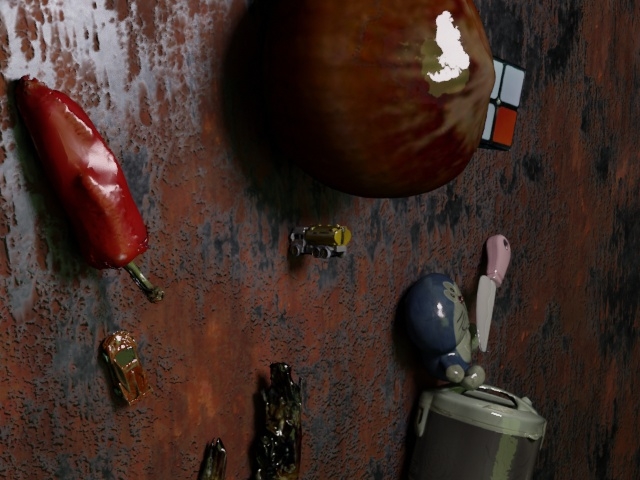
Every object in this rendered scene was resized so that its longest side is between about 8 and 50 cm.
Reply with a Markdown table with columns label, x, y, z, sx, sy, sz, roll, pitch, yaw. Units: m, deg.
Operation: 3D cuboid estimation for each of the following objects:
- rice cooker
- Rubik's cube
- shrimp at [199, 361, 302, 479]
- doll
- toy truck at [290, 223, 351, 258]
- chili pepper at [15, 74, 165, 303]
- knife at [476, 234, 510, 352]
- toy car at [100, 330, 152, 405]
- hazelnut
| label | x | y | z | sx | sy | sz | roll | pitch | yaw |
| --- | --- | --- | --- | --- | --- | --- | --- | --- | --- |
| rice cooker | 0.344 | 0.458 | 2.125 | 0.288 | 0.288 | 0.277 | 13 | 88 | -47 |
| Rubik's cube | 0.291 | -0.288 | 1.950 | 0.167 | 0.183 | 0.180 | 7 | 93 | -46 |
| shrimp | -0.127 | 0.404 | 1.769 | 0.233 | 0.071 | 0.365 | -4 | 108 | -40 |
| doll | 0.269 | 0.189 | 2.067 | 0.228 | 0.154 | 0.258 | -79 | 159 | -51 |
| toy truck | 0.000 | 0.000 | 1.759 | 0.052 | 0.123 | 0.063 | -3 | 95 | -46 |
| chili pepper | -0.338 | -0.070 | 1.408 | 0.110 | 0.110 | 0.388 | -39 | 119 | -34 |
| knife | 0.384 | 0.107 | 2.150 | 0.081 | 0.043 | 0.336 | 51 | 38 | -28 |
| toy car | -0.314 | 0.204 | 1.543 | 0.059 | 0.035 | 0.122 | -30 | 122 | -34 |
| hazelnut | 0.084 | -0.275 | 1.623 | 0.402 | 0.402 | 0.429 | -30 | 125 | -38 |
